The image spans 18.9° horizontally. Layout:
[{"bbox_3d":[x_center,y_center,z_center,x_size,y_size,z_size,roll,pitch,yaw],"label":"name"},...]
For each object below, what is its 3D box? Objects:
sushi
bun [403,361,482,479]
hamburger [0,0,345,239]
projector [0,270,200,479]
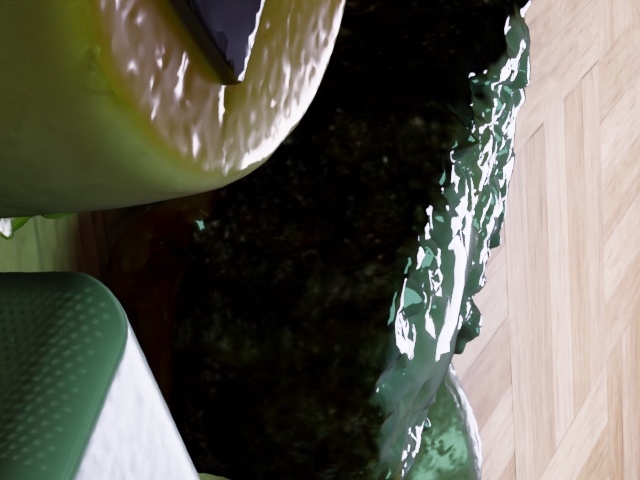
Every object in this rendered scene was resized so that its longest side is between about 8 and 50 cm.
[{"bbox_3d":[0.000,0.000,1.022,0.196,0.182,0.343,80,26,-43],"label":"sushi"},{"bbox_3d":[0.018,0.134,1.161,0.113,0.166,0.173,-8,95,-24],"label":"bun"},{"bbox_3d":[-0.105,-0.142,0.722,0.300,0.176,0.300,5,90,-67],"label":"hamburger"},{"bbox_3d":[-0.143,0.151,0.700,0.177,0.163,0.242,70,29,-43],"label":"projector"}]
